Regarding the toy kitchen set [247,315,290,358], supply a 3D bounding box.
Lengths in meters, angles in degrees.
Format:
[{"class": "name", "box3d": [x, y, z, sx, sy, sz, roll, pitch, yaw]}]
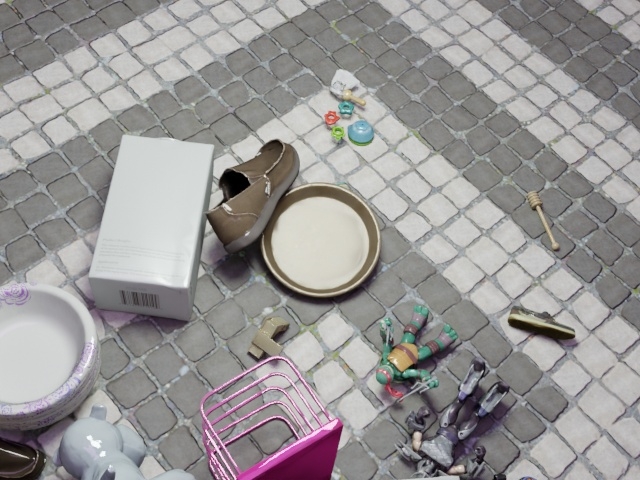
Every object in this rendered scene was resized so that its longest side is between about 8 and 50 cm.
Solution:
[{"class": "toy kitchen set", "box3d": [-0.098, 0.216, 1.787, 0.068, 0.075, 0.083, 34, 100, 18]}]

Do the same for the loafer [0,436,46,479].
[{"class": "loafer", "box3d": [-0.635, 0.409, 1.576, 0.220, 0.078, 0.080, 9, 58, -1]}]

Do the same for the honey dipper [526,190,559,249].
[{"class": "honey dipper", "box3d": [0.545, -0.047, 2.028, 0.030, 0.030, 0.161, -11, 65, -13]}]

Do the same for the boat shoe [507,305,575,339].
[{"class": "boat shoe", "box3d": [0.499, 0.181, 1.862, 0.152, 0.056, 0.049, 16, 63, 4]}]

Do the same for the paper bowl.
[{"class": "paper bowl", "box3d": [-0.581, 0.237, 1.649, 0.284, 0.148, 0.284, 3, 59, -5]}]

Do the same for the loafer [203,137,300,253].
[{"class": "loafer", "box3d": [-0.152, -0.132, 1.882, 0.130, 0.134, 0.366, 48, 36, -23]}]

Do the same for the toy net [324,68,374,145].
[{"class": "toy net", "box3d": [0.060, -0.344, 2.147, 0.122, 0.045, 0.232, -9, 58, -10]}]

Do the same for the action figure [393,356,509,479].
[{"class": "action figure", "box3d": [0.270, 0.382, 1.689, 0.185, 0.099, 0.285, 37, 65, 6]}]

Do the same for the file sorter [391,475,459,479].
[{"class": "file sorter", "box3d": [0.102, 0.529, 1.465, 0.277, 0.193, 0.173, 8, 58, -33]}]

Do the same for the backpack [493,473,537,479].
[{"class": "backpack", "box3d": [0.420, 0.595, 1.518, 0.276, 0.213, 0.263, 25, 69, 5]}]

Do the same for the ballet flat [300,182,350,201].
[{"class": "ballet flat", "box3d": [-0.005, -0.099, 1.980, 0.168, 0.057, 0.052, -12, 71, -13]}]

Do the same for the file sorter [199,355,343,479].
[{"class": "file sorter", "box3d": [-0.102, 0.374, 1.538, 0.202, 0.291, 0.182, -27, 62, -21]}]

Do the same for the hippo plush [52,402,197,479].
[{"class": "hippo plush", "box3d": [-0.400, 0.449, 1.506, 0.236, 0.294, 0.234, 37, 92, 37]}]

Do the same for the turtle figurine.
[{"class": "turtle figurine", "box3d": [0.181, 0.239, 1.755, 0.175, 0.118, 0.234, 48, 49, 5]}]

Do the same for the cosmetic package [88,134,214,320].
[{"class": "cosmetic package", "box3d": [-0.364, -0.036, 1.842, 0.217, 0.156, 0.385, 8, 57, -2]}]

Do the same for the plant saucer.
[{"class": "plant saucer", "box3d": [0.000, 0.000, 1.898, 0.278, 0.041, 0.278, 1, 71, -4]}]
